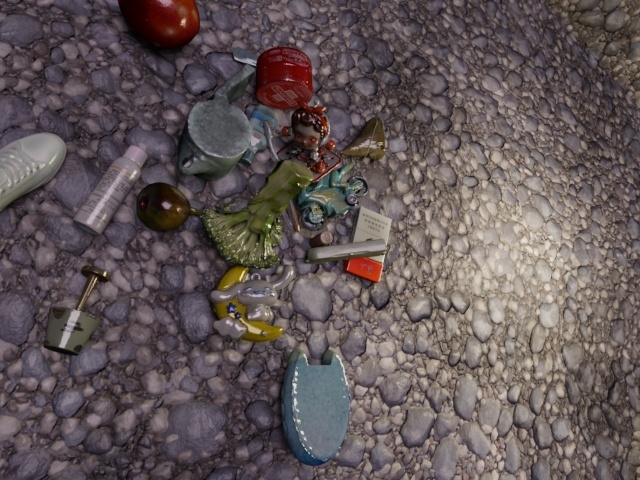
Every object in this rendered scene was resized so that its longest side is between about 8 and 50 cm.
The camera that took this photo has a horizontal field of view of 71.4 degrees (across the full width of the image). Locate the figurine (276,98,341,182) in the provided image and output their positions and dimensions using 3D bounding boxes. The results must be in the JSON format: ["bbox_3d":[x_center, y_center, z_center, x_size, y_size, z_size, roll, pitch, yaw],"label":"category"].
[{"bbox_3d":[-0.030,-0.340,1.413,0.183,0.226,0.160,38,60,18],"label":"figurine"}]

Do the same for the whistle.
[{"bbox_3d":[-0.316,-0.365,1.349,0.188,0.168,0.405,12,69,-24],"label":"whistle"}]

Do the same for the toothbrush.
[{"bbox_3d":[-0.124,-0.208,1.453,0.037,0.028,0.375,-19,97,-42],"label":"toothbrush"}]

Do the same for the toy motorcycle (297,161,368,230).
[{"bbox_3d":[0.024,-0.163,1.511,0.296,0.109,0.198,-31,83,-26],"label":"toy motorcycle"}]

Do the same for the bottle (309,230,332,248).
[{"bbox_3d":[0.000,0.000,1.454,0.045,0.096,0.045,6,74,-24],"label":"bottle"}]

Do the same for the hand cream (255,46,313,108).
[{"bbox_3d":[-0.120,-0.531,1.469,0.193,0.193,0.125,6,76,-25],"label":"hand cream"}]

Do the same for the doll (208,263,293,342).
[{"bbox_3d":[-0.201,0.177,1.307,0.252,0.111,0.237,4,67,-15],"label":"doll"}]

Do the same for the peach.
[{"bbox_3d":[-0.475,-0.694,1.332,0.243,0.199,0.243,43,25,-26],"label":"peach"}]

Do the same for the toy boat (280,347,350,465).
[{"bbox_3d":[-0.027,0.492,1.337,0.215,0.123,0.330,10,63,-32],"label":"toy boat"}]

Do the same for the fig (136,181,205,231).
[{"bbox_3d":[-0.398,-0.085,1.281,0.245,0.149,0.149,11,72,-49],"label":"fig"}]

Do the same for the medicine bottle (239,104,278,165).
[{"bbox_3d":[-0.208,-0.342,1.456,0.090,0.053,0.208,28,68,-22],"label":"medicine bottle"}]

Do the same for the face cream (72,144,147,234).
[{"bbox_3d":[-0.566,-0.145,1.222,0.082,0.082,0.269,32,66,-16],"label":"face cream"}]

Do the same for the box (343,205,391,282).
[{"bbox_3d":[0.168,0.014,1.568,0.139,0.035,0.245,22,69,-20],"label":"box"}]

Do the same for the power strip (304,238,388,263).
[{"bbox_3d":[0.084,0.038,1.471,0.286,0.080,0.048,-8,73,-11],"label":"power strip"}]

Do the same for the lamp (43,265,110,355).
[{"bbox_3d":[-0.603,0.171,1.111,0.121,0.121,0.215,23,60,-20],"label":"lamp"}]

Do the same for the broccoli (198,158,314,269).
[{"bbox_3d":[-0.142,-0.076,1.271,0.252,0.361,0.221,46,28,-36],"label":"broccoli"}]

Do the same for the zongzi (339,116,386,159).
[{"bbox_3d":[0.148,-0.393,1.637,0.178,0.081,0.189,2,71,-15],"label":"zongzi"}]

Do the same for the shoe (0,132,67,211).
[{"bbox_3d":[-0.777,-0.153,1.077,0.132,0.160,0.363,41,65,-14],"label":"shoe"}]

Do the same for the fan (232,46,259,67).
[{"bbox_3d":[-0.170,-0.597,1.555,0.282,0.023,0.057,18,69,-20],"label":"fan"}]
